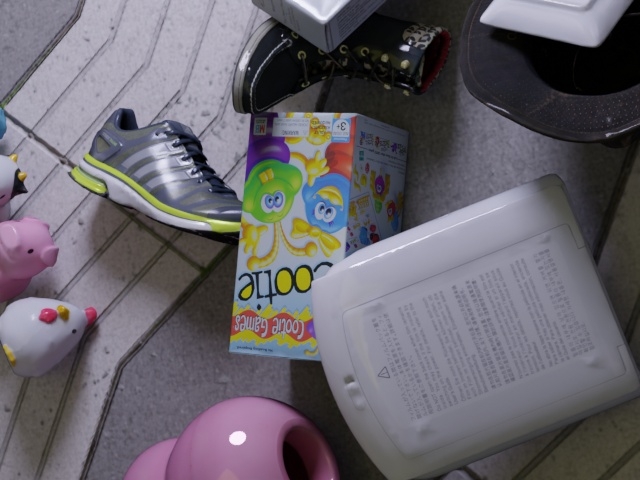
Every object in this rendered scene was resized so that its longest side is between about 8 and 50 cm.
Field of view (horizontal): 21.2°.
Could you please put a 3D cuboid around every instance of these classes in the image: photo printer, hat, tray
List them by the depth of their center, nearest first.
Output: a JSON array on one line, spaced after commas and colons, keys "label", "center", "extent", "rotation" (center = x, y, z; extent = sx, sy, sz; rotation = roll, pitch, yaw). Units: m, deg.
[{"label": "hat", "center": [0.301, -0.189, 1.795], "extent": [0.331, 0.134, 0.331], "rotation": [-11, 46, 11]}, {"label": "tray", "center": [0.291, -0.312, 1.801], "extent": [0.145, 0.030, 0.270], "rotation": [17, 56, 35]}, {"label": "photo printer", "center": [0.154, 0.101, 1.805], "extent": [0.307, 0.107, 0.256], "rotation": [-22, 89, 1]}]

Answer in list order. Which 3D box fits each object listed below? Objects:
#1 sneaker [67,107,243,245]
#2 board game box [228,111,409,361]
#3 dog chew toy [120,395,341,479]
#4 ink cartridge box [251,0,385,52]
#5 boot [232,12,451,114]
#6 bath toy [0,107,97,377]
[{"label": "sneaker", "center": [-0.172, -0.079, 2.076], "extent": [0.300, 0.111, 0.121], "rotation": [22, 92, 26]}, {"label": "board game box", "center": [0.000, 0.000, 1.953], "extent": [0.142, 0.144, 0.275], "rotation": [3, 86, 28]}, {"label": "dog chew toy", "center": [-0.139, 0.308, 1.973], "extent": [0.331, 0.206, 0.207], "rotation": [-25, 74, 31]}, {"label": "ink cartridge box", "center": [0.013, -0.369, 1.956], "extent": [0.239, 0.060, 0.275], "rotation": [36, 69, 26]}, {"label": "boot", "center": [0.024, -0.201, 1.931], "extent": [0.178, 0.236, 0.085], "rotation": [19, 132, 24]}, {"label": "bath toy", "center": [-0.394, 0.004, 2.180], "extent": [0.129, 0.151, 0.348], "rotation": [-22, 72, -12]}]
